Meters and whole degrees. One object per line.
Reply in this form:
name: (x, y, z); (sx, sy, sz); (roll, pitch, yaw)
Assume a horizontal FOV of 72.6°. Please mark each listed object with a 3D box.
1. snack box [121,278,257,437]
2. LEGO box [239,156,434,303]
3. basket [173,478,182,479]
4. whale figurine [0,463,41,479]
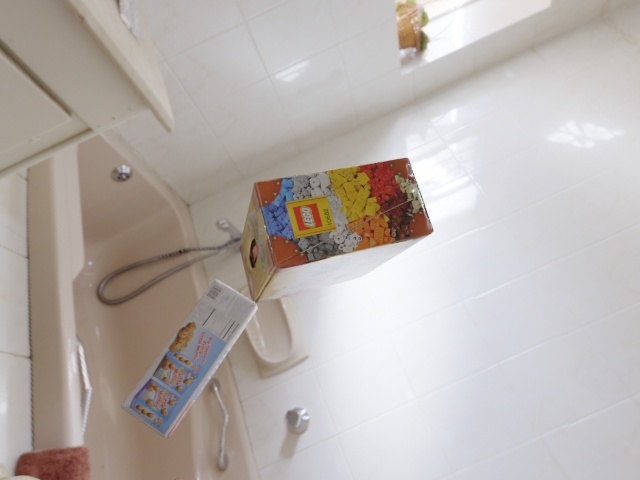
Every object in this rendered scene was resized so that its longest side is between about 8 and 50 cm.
snack box: (-0.151, 0.136, 0.521); (0.064, 0.178, 0.022); (30, -23, 8)
LEGO box: (0.000, 0.000, 1.153); (0.500, 0.372, 0.193); (131, -54, -68)
basket: (-0.251, 0.565, 0.655); (0.213, 0.299, 0.223); (54, -32, -3)
whale figurine: (-0.513, 0.433, 0.613); (0.216, 0.272, 0.141); (-96, -156, -48)
